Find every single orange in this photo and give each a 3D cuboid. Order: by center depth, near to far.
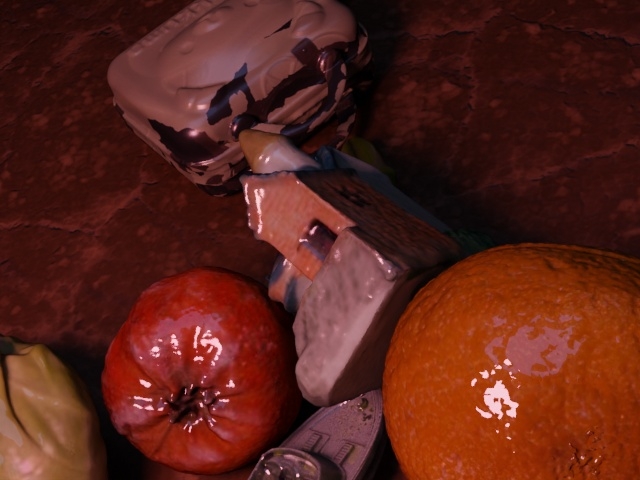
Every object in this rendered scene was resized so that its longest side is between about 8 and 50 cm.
[{"bbox_3d":[0.242,0.155,1.157,0.357,0.322,0.322,1,50,11],"label":"orange"}]

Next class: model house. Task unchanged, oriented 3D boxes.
[{"bbox_3d":[0.000,0.000,1.357,0.325,0.267,0.194,42,116,25],"label":"model house"}]

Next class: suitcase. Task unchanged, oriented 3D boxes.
[{"bbox_3d":[-0.096,-0.234,1.714,0.351,0.194,0.339,-39,51,-14],"label":"suitcase"}]

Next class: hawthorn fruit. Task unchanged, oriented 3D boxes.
[{"bbox_3d":[-0.132,0.135,1.407,0.242,0.242,0.272,-12,21,11],"label":"hawthorn fruit"}]

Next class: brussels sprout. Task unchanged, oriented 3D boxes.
[{"bbox_3d":[-0.395,0.270,1.360,0.328,0.247,0.328,1,50,-1],"label":"brussels sprout"}]

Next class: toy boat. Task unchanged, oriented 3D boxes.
[{"bbox_3d":[-0.023,0.274,1.302,0.141,0.092,0.319,6,48,50],"label":"toy boat"}]

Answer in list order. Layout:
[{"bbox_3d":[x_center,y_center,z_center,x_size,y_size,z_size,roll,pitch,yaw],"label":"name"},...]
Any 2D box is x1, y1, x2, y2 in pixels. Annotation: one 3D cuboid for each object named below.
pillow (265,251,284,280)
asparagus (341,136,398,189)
[{"bbox_3d":[-0.002,0.020,1.548,0.135,0.055,0.091,-10,46,11],"label":"pillow"},{"bbox_3d":[0.085,-0.036,1.565,0.067,0.060,0.278,-19,45,2],"label":"asparagus"}]
